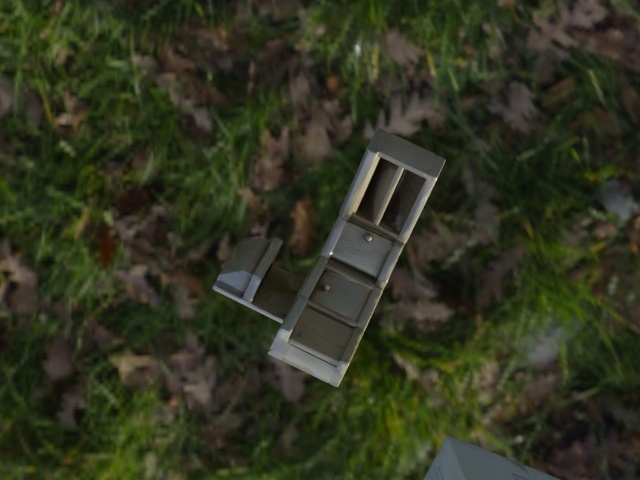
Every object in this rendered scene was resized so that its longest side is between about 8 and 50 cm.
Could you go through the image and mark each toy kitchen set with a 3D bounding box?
[{"bbox_3d":[0.000,0.000,0.628,0.068,0.083,0.075,25,132,2],"label":"toy kitchen set"}]

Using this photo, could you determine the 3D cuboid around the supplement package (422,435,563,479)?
[{"bbox_3d":[0.077,0.211,0.738,0.105,0.105,0.179,23,104,-13],"label":"supplement package"}]
